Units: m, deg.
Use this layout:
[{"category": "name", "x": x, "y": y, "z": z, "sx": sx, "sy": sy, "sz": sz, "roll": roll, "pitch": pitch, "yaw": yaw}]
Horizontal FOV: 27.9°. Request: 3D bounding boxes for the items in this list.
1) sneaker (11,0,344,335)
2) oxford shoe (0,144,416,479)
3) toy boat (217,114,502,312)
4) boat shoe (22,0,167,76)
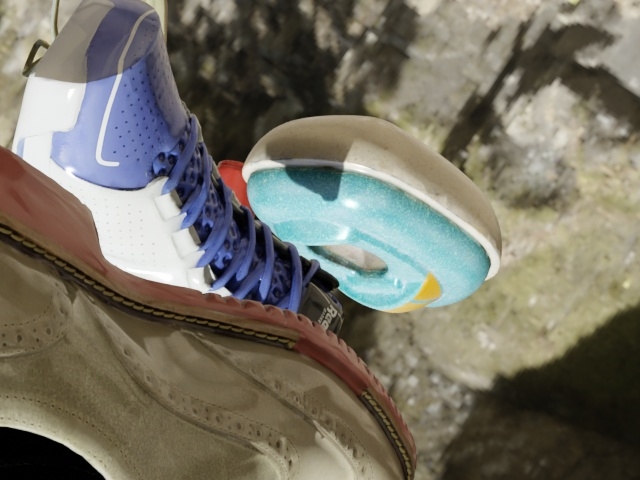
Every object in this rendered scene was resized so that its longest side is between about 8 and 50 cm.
[{"category": "sneaker", "x": -0.073, "y": 0.004, "z": 0.778, "sx": 0.182, "sy": 0.127, "sz": 0.315, "roll": 12, "pitch": 135, "yaw": 6}, {"category": "oxford shoe", "x": -0.075, "y": 0.086, "z": 0.498, "sx": 0.348, "sy": 0.123, "sz": 0.130, "roll": 31, "pitch": -140, "yaw": -44}, {"category": "toy boat", "x": 0.000, "y": 0.000, "z": 1.133, "sx": 0.318, "sy": 0.148, "sz": 0.267, "roll": 0, "pitch": 157, "yaw": 41}, {"category": "boat shoe", "x": -0.184, "y": -0.073, "z": 0.935, "sx": 0.089, "sy": 0.285, "sz": 0.104, "roll": 13, "pitch": -167, "yaw": -25}]
